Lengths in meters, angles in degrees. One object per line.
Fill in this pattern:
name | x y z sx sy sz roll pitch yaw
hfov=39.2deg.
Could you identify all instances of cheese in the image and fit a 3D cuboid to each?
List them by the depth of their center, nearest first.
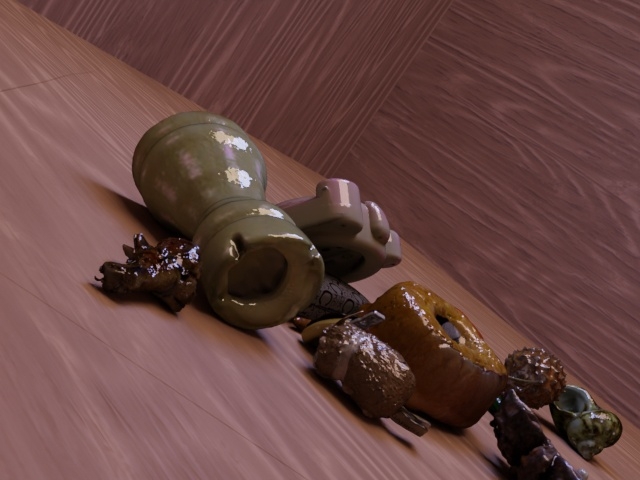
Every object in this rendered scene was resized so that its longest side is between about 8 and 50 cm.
cheese | 0.045 0.146 1.467 0.086 0.162 0.036 34 49 -23

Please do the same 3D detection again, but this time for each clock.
clock | 0.000 0.000 1.773 0.309 0.284 0.114 30 49 -54

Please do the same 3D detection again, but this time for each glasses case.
glasses case | -0.009 0.101 1.688 0.137 0.085 0.355 36 7 33

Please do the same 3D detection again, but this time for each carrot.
carrot | 0.006 0.161 1.591 0.165 0.035 0.035 23 14 -47

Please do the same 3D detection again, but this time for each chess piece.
chess piece | -0.152 -0.040 1.497 0.234 0.234 0.442 29 13 -35

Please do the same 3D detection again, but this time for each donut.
donut | 0.199 0.206 1.637 0.299 0.150 0.317 46 13 4

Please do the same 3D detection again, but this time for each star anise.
star anise | 0.369 0.379 1.552 0.236 0.109 0.223 50 6 -49

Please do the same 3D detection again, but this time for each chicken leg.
chicken leg | -0.224 0.046 1.215 0.125 0.080 0.196 24 16 -4

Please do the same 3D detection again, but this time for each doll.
doll | 0.080 0.212 1.369 0.221 0.115 0.105 47 17 20

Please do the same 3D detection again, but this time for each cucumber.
cucumber | 0.384 0.361 1.952 0.039 0.039 0.168 29 12 -38

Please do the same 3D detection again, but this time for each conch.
conch | 0.646 0.452 2.218 0.187 0.124 0.181 16 14 7

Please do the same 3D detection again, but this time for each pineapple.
pineapple | 0.525 0.341 2.207 0.166 0.166 0.193 41 14 35

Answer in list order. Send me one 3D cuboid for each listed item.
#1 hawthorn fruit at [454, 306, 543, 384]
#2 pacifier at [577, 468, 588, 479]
hawthorn fruit | 0.315 0.246 1.845 0.285 0.165 0.165 26 6 15
pacifier | 0.478 0.456 1.689 0.083 0.064 0.068 36 26 9
